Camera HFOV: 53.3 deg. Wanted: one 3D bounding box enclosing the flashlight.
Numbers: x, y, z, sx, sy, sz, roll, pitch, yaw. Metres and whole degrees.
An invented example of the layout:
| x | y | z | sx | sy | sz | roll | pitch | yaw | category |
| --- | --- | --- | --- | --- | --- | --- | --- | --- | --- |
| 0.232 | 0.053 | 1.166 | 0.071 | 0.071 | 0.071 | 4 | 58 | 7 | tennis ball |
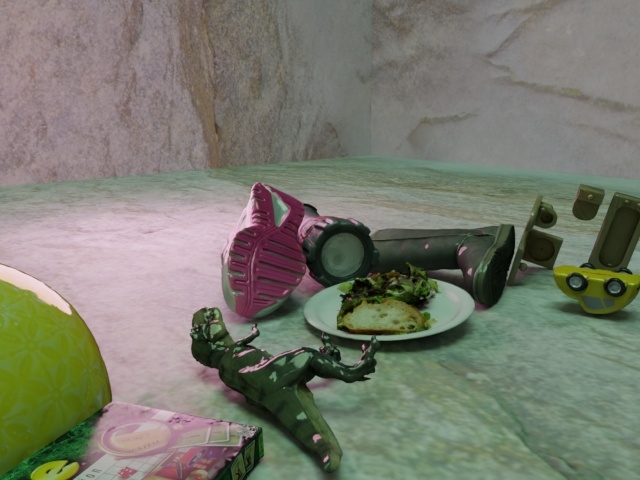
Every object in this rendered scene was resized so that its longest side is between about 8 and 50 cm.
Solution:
| x | y | z | sx | sy | sz | roll | pitch | yaw | category |
| --- | --- | --- | --- | --- | --- | --- | --- | --- | --- |
| 0.000 | 0.000 | 0.989 | 0.103 | 0.103 | 0.304 | 1 | 7 | -12 | flashlight |

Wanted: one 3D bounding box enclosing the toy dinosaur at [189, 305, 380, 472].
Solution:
| x | y | z | sx | sy | sz | roll | pitch | yaw | category |
| --- | --- | --- | --- | --- | --- | --- | --- | --- | --- |
| -0.019 | 0.115 | 0.547 | 0.118 | 0.064 | 0.268 | -16 | 21 | -29 | toy dinosaur |

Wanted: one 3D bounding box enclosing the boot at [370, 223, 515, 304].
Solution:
| x | y | z | sx | sy | sz | roll | pitch | yaw | category |
| --- | --- | --- | --- | --- | --- | --- | --- | --- | --- |
| 0.153 | 0.027 | 0.891 | 0.209 | 0.076 | 0.190 | 3 | 21 | 25 | boot |

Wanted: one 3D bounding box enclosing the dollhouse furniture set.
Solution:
| x | y | z | sx | sy | sz | roll | pitch | yaw | category |
| --- | --- | --- | --- | --- | --- | --- | --- | --- | --- |
| 0.362 | 0.002 | 0.894 | 0.151 | 0.144 | 0.123 | 19 | 23 | 17 | dollhouse furniture set |

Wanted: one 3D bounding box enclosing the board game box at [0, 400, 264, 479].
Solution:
| x | y | z | sx | sy | sz | roll | pitch | yaw | category |
| --- | --- | --- | --- | --- | --- | --- | --- | --- | --- |
| -0.148 | 0.170 | 0.370 | 0.136 | 0.030 | 0.260 | 2 | 12 | 19 | board game box |

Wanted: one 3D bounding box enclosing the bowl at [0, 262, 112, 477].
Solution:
| x | y | z | sx | sy | sz | roll | pitch | yaw | category |
| --- | --- | --- | --- | --- | --- | --- | --- | --- | --- |
| -0.322 | 0.077 | 0.502 | 0.290 | 0.155 | 0.289 | -1 | 13 | 0 | bowl |

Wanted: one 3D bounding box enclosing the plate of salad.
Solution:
| x | y | z | sx | sy | sz | roll | pitch | yaw | category |
| --- | --- | --- | --- | --- | --- | --- | --- | --- | --- |
| 0.078 | 0.066 | 0.748 | 0.200 | 0.048 | 0.200 | -5 | 15 | 1 | plate of salad |

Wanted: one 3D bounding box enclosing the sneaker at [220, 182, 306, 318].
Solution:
| x | y | z | sx | sy | sz | roll | pitch | yaw | category |
| --- | --- | --- | --- | --- | --- | --- | --- | --- | --- |
| -0.083 | 0.029 | 0.859 | 0.103 | 0.111 | 0.252 | 26 | 30 | -10 | sneaker |

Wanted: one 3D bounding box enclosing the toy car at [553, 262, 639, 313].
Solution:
| x | y | z | sx | sy | sz | roll | pitch | yaw | category |
| --- | --- | --- | --- | --- | --- | --- | --- | --- | --- |
| 0.423 | 0.070 | 0.733 | 0.225 | 0.053 | 0.239 | -5 | 14 | -22 | toy car |
